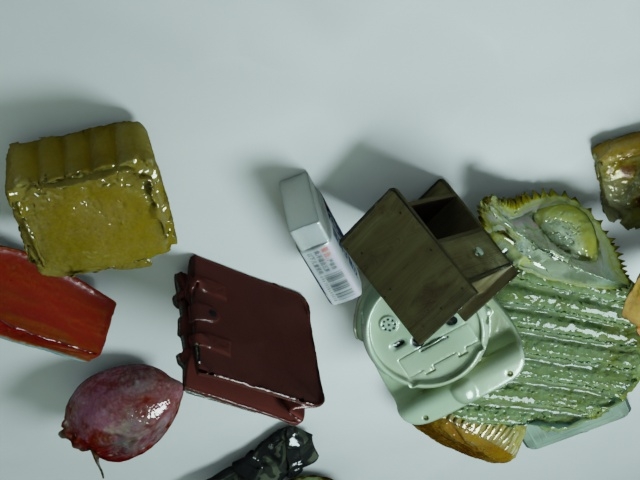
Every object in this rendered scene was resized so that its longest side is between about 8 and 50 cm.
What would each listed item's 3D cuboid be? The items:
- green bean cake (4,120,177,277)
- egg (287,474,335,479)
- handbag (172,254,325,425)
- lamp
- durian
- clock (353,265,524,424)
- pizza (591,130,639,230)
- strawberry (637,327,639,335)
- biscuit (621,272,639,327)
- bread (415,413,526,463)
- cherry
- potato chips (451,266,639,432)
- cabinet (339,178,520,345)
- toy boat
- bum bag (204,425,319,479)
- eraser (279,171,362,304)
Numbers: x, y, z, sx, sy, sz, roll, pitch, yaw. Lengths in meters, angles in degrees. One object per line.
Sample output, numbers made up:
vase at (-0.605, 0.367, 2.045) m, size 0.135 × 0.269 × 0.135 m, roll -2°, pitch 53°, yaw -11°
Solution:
green bean cake at (-0.344, -0.059, 1.379) m, size 0.230 × 0.131 × 0.224 m, roll -11°, pitch 140°, yaw -6°
egg at (-0.039, 0.678, 2.174) m, size 0.290 × 0.238 × 0.238 m, roll 1°, pitch 136°, yaw -9°
handbag at (-0.126, 0.176, 1.592) m, size 0.276 × 0.260 × 0.084 m, roll 26°, pitch 128°, yaw -33°
lamp at (0.575, 0.384, 2.144) m, size 0.269 × 0.047 × 0.266 m, roll -24°, pitch 138°, yaw 13°
durian at (0.379, 0.003, 1.595) m, size 0.306 × 0.166 × 0.172 m, roll 30°, pitch 121°, yaw -19°
clock at (0.192, 0.156, 1.677) m, size 0.265 × 0.108 × 0.324 m, roll -32°, pitch 101°, yaw 16°
pizza at (0.608, -0.099, 1.602) m, size 0.324 × 0.089 × 0.223 m, roll -1°, pitch 134°, yaw -11°
strawberry at (0.690, 0.191, 1.966) m, size 0.152 × 0.048 × 0.104 m, roll 12°, pitch 141°, yaw -6°
biscuit at (0.638, 0.021, 1.579) m, size 0.312 × 0.057 × 0.351 m, roll -8°, pitch 133°, yaw -48°
bread at (0.310, 0.371, 1.945) m, size 0.253 × 0.142 × 0.227 m, roll 34°, pitch 163°, yaw -38°
cherry at (-0.368, 0.325, 1.754) m, size 0.250 × 0.175 × 0.192 m, roll -27°, pitch 120°, yaw 12°
potato chips at (0.409, 0.198, 1.755) m, size 0.430 × 0.070 × 0.358 m, roll 7°, pitch 106°, yaw 3°
cabinet at (0.183, 0.026, 1.490) m, size 0.148 × 0.215 × 0.175 m, roll -46°, pitch 162°, yaw 32°
toy boat at (-0.508, 0.093, 1.509) m, size 0.133 × 0.145 × 0.332 m, roll -11°, pitch 147°, yaw 43°
bum bag at (-0.145, 0.533, 2.100) m, size 0.340 × 0.095 × 0.144 m, roll -38°, pitch 131°, yaw 15°
eraser at (0.000, 0.000, 1.529) m, size 0.068 × 0.124 × 0.210 m, roll -20°, pitch 137°, yaw 9°
